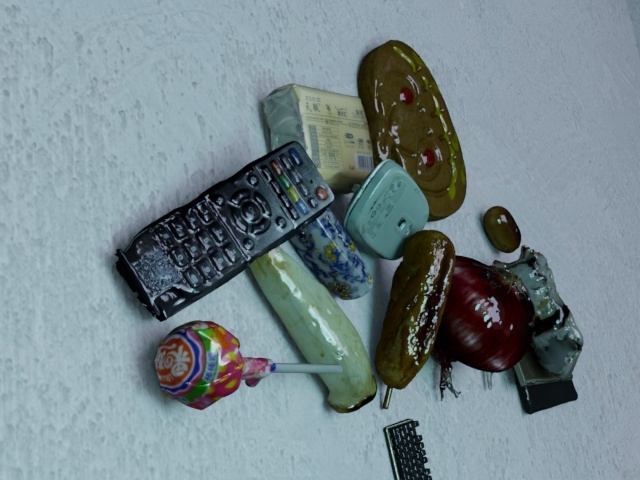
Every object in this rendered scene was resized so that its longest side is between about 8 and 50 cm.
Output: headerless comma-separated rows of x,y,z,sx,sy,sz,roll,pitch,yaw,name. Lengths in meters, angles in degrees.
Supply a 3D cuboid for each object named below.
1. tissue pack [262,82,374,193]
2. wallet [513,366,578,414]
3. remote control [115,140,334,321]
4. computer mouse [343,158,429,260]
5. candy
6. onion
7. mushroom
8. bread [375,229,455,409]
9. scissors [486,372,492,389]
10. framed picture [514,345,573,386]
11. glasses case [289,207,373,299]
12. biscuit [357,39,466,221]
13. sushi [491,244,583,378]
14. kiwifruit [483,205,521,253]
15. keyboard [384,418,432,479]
0.000,-0.178,1.720,0.222,0.090,0.186,-4,81,-53,tissue pack
0.534,0.326,2.277,0.285,0.030,0.146,1,76,-54,wallet
-0.133,-0.017,1.432,0.398,0.062,0.145,-35,94,-42,remote control
0.108,-0.058,1.750,0.159,0.097,0.288,-55,151,-1,computer mouse
-0.087,0.183,1.405,0.365,0.124,0.124,9,68,-49,candy
0.283,0.164,1.887,0.273,0.285,0.273,34,14,-10,onion
-0.006,0.138,1.577,0.333,0.087,0.107,59,38,-14,mushroom
0.162,0.140,1.747,0.084,0.124,0.344,22,79,-21,bread
0.359,0.221,2.086,0.110,0.021,0.212,23,53,-48,scissors
0.497,0.231,2.242,0.289,0.016,0.213,7,61,-54,framed picture
0.000,0.000,1.642,0.248,0.087,0.065,53,44,-21,glasses case
0.201,-0.230,2.033,0.350,0.070,0.394,-39,107,-53,biscuit
0.500,0.166,2.159,0.332,0.124,0.130,63,23,-2,sushi
0.427,-0.026,2.251,0.124,0.075,0.075,56,38,-26,kiwifruit
0.184,0.484,1.730,0.106,0.027,0.317,-4,78,-54,keyboard
